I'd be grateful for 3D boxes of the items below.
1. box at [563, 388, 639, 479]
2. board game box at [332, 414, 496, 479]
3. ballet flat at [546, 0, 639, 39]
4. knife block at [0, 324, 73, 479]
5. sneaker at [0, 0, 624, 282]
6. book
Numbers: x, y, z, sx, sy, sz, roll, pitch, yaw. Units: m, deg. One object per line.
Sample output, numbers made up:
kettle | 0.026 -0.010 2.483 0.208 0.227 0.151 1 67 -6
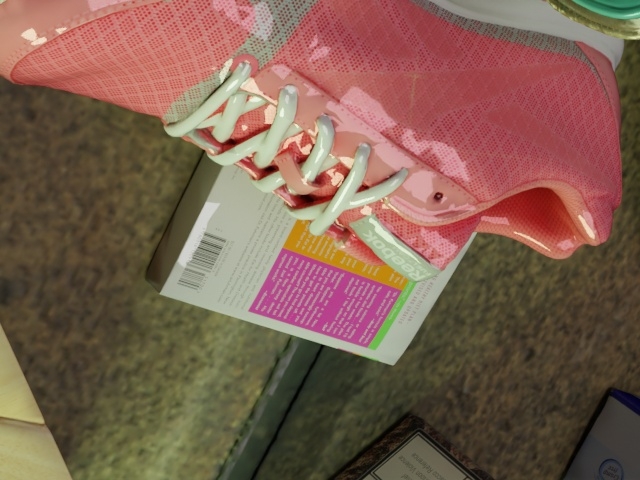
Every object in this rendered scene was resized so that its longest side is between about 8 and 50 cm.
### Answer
box | 0.239 0.159 0.817 0.137 0.126 0.072 18 102 -37
board game box | 0.025 0.268 0.663 0.291 0.232 0.141 -38 126 -12
ballet flat | 0.091 -0.146 0.545 0.073 0.206 0.067 -40 147 14
knife block | -0.229 0.090 0.512 0.242 0.088 0.276 -28 124 -18
sneaker | 0.014 -0.053 0.550 0.313 0.116 0.136 2 73 -34
book | 0.000 0.000 0.653 0.144 0.035 0.096 21 101 -36
